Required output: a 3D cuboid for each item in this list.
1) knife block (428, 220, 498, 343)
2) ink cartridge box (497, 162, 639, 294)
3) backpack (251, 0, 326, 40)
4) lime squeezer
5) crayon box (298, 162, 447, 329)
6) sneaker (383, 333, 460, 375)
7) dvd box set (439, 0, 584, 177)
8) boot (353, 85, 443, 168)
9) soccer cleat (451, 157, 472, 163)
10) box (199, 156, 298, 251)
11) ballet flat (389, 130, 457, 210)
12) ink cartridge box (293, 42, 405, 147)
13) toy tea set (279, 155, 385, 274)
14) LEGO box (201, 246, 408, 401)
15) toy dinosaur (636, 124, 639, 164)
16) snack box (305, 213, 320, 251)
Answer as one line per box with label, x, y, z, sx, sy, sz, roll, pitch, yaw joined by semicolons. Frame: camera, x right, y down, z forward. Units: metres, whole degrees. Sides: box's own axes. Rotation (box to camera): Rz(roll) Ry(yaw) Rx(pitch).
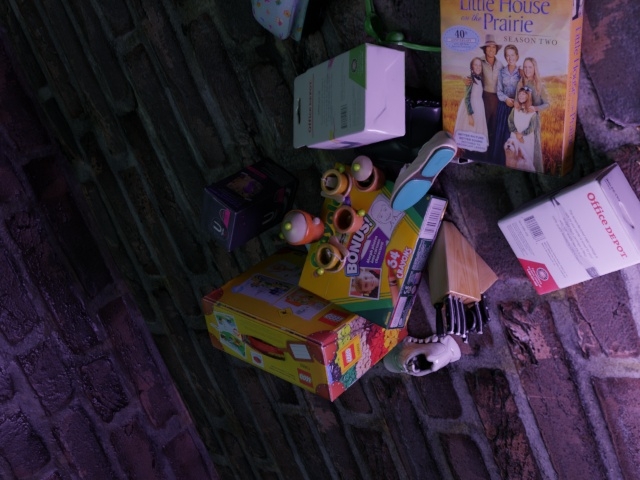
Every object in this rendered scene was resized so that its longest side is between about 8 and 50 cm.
knife block;0.323;0.115;1.796;0.276;0.242;0.088;51;140;8
ink cartridge box;0.560;-0.021;1.559;0.272;0.114;0.197;-29;92;52
backpack;-0.096;-0.618;1.829;0.188;0.144;0.166;42;144;22
lime squeezer;0.173;-0.512;1.701;0.310;0.059;0.110;47;110;15
crayon box;0.132;0.010;1.909;0.313;0.106;0.363;23;100;34
sneaker;0.273;0.348;2.104;0.292;0.118;0.110;-26;97;52
dvd box set;0.402;-0.363;1.539;0.307;0.062;0.421;19;127;37
boot;0.194;-0.288;1.777;0.246;0.094;0.207;20;132;29
soccer cleat;0.336;-0.200;1.736;0.083;0.035;0.029;9;121;42
box;-0.218;-0.113;2.186;0.143;0.270;0.165;38;138;23
ballet flat;0.242;-0.171;1.720;0.086;0.086;0.248;50;133;10
ink cartridge box;0.062;-0.341;1.781;0.353;0.119;0.207;-1;88;60
toy tea set;0.022;-0.084;1.857;0.200;0.124;0.336;40;110;34
LEGO box;-0.047;0.228;2.154;0.500;0.372;0.193;16;126;40
toy dinosaur;0.674;-0.182;1.375;0.212;0.064;0.112;53;140;5
snack box;0.000;0.000;2.168;0.037;0.100;0.141;-19;100;49
